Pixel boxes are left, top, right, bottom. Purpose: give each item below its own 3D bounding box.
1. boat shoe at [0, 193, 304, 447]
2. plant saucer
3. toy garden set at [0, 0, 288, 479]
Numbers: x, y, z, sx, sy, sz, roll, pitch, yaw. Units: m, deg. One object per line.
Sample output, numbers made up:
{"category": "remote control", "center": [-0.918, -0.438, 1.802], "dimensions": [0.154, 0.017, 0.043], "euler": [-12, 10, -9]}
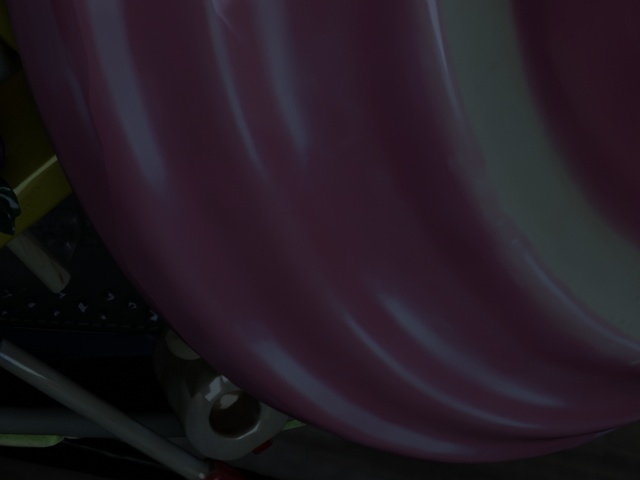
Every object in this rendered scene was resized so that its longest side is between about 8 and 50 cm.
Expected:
{"category": "boat shoe", "center": [-0.001, 0.004, 0.554], "dimensions": [0.305, 0.091, 0.109], "euler": [-1, 120, -23]}
{"category": "plant saucer", "center": [0.082, -0.102, 0.455], "dimensions": [0.332, 0.084, 0.332], "euler": [-16, 114, -40]}
{"category": "toy garden set", "center": [-0.095, 0.057, 0.455], "dimensions": [0.204, 0.049, 0.244], "euler": [-38, 125, 0]}
